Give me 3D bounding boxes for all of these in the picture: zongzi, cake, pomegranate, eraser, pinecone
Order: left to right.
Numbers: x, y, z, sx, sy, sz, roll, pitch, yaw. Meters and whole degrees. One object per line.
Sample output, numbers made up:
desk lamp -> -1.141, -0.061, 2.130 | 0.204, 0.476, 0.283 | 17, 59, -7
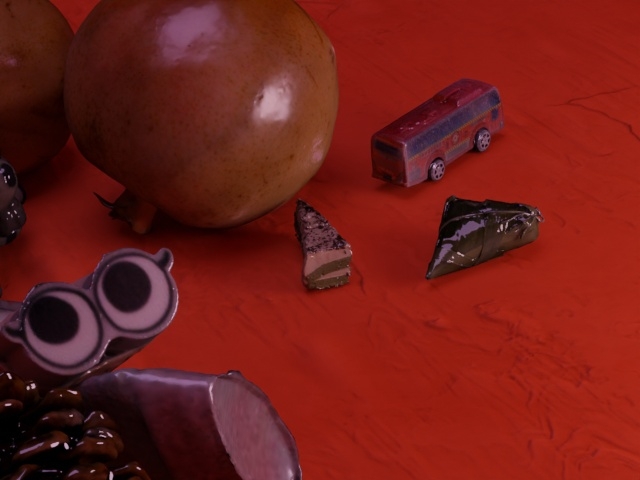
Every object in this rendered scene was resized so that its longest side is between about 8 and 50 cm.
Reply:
pomegranate -> -0.409, -0.196, 2.134 | 0.264, 0.264, 0.264 | -5, 29, 3
pinecone -> -0.224, 0.233, 1.380 | 0.224, 0.224, 0.272 | -24, 52, -28
eraser -> -0.239, 0.100, 1.587 | 0.171, 0.087, 0.290 | -28, -3, -30
pomegranate -> -0.139, -0.150, 1.995 | 0.319, 0.319, 0.319 | -5, 29, 3
cake -> 0.000, 0.000, 1.912 | 0.055, 0.051, 0.140 | -4, 29, -5
zongzi -> 0.172, 0.006, 1.868 | 0.109, 0.055, 0.119 | 4, 42, 15

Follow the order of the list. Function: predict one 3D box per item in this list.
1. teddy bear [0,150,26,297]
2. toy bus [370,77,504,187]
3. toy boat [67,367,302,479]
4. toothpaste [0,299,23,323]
teddy bear -> -0.378, -0.027, 1.933 | 0.144, 0.171, 0.251 | -28, 20, 2
toy bus -> 0.137, -0.124, 2.078 | 0.065, 0.077, 0.192 | 20, 40, 36
toy boat -> -0.176, 0.173, 1.526 | 0.282, 0.206, 0.096 | -7, 52, 30
toothpaste -> -0.394, 0.080, 1.751 | 0.323, 0.066, 0.100 | 0, 10, -19
